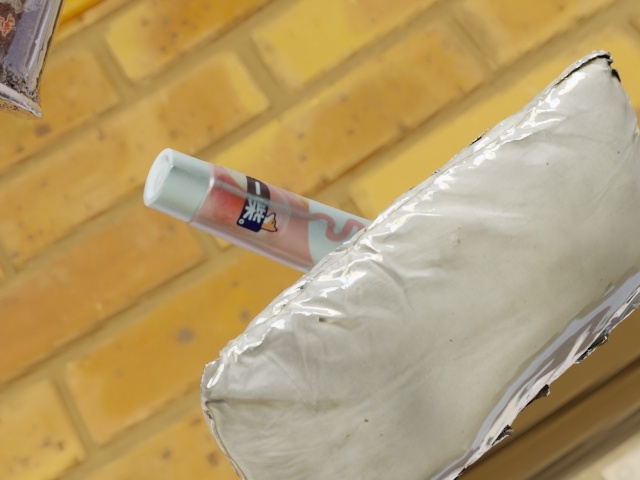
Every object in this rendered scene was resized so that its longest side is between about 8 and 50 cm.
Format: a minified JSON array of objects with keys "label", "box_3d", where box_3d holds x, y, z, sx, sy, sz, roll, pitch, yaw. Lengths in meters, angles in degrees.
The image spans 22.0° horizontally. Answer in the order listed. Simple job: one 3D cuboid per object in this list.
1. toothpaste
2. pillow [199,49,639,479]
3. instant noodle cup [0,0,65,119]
[{"label":"toothpaste","box_3d":[0.000,0.000,0.921,0.205,0.056,0.036,21,-26,-24]},{"label":"pillow","box_3d":[0.058,0.031,0.665,0.229,0.051,0.128,-39,-54,-19]},{"label":"instant noodle cup","box_3d":[-0.254,-0.213,1.122,0.217,0.217,0.207,24,-95,-47]}]
